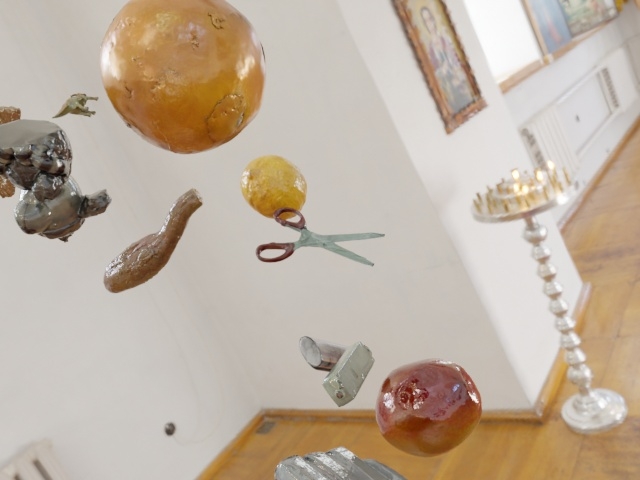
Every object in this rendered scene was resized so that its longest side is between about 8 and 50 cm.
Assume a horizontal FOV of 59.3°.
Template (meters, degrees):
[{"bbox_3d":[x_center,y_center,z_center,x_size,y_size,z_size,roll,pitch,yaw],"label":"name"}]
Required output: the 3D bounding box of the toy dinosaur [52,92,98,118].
[{"bbox_3d":[-0.346,-0.188,0.800,0.113,0.041,0.026,-95,23,-55],"label":"toy dinosaur"}]

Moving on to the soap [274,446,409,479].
[{"bbox_3d":[0.114,0.699,1.347,0.435,0.212,0.350,24,6,34],"label":"soap"}]

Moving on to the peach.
[{"bbox_3d":[0.330,0.497,1.700,0.332,0.308,0.308,-47,-2,37],"label":"peach"}]

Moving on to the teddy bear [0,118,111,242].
[{"bbox_3d":[-0.472,-0.090,0.984,0.171,0.250,0.144,-8,32,17],"label":"teddy bear"}]

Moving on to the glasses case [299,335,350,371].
[{"bbox_3d":[0.043,0.373,1.816,0.060,0.114,0.299,-42,-33,13],"label":"glasses case"}]

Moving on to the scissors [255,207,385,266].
[{"bbox_3d":[0.000,0.000,1.132,0.248,0.017,0.144,8,53,20],"label":"scissors"}]

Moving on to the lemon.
[{"bbox_3d":[-0.101,-0.117,1.287,0.142,0.187,0.142,-19,51,25],"label":"lemon"}]

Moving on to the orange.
[{"bbox_3d":[-0.201,-0.254,0.849,0.246,0.246,0.246,-26,12,6],"label":"orange"}]

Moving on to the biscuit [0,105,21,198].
[{"bbox_3d":[-0.803,-0.215,1.393,0.026,0.236,0.131,17,17,8],"label":"biscuit"}]

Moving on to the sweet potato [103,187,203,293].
[{"bbox_3d":[-0.427,0.022,1.432,0.385,0.109,0.109,-40,7,19],"label":"sweet potato"}]

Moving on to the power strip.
[{"bbox_3d":[0.075,0.327,1.404,0.052,0.078,0.272,-38,-3,19],"label":"power strip"}]
